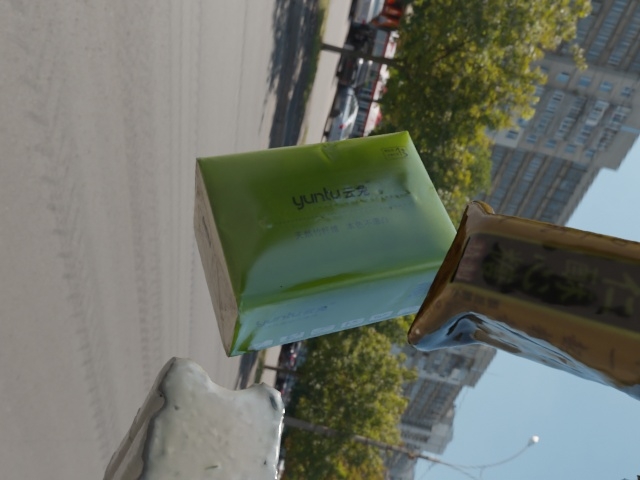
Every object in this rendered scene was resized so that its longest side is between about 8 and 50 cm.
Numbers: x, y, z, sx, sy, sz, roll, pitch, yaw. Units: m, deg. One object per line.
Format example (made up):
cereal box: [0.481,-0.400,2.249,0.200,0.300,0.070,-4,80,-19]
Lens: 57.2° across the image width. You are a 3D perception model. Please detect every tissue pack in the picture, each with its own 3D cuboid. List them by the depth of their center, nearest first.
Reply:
tissue pack: [0.000,0.000,0.717,0.167,0.274,0.200,112,-37,-55]

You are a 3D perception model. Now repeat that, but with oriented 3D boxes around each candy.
candy: [0.198,0.045,0.385,0.101,0.271,0.143,44,67,-47]

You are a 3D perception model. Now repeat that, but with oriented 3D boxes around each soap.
soap: [-0.245,0.444,0.938,0.435,0.212,0.350,-56,-162,39]

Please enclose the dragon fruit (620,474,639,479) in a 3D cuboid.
dragon fruit: [0.699,0.585,1.125,0.282,0.343,0.100,-45,155,-67]
